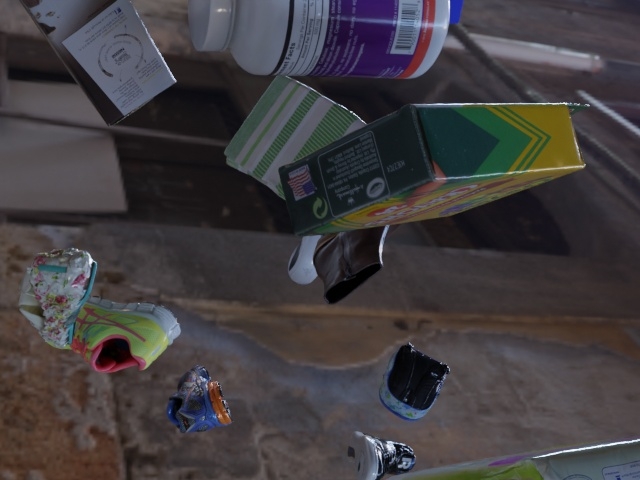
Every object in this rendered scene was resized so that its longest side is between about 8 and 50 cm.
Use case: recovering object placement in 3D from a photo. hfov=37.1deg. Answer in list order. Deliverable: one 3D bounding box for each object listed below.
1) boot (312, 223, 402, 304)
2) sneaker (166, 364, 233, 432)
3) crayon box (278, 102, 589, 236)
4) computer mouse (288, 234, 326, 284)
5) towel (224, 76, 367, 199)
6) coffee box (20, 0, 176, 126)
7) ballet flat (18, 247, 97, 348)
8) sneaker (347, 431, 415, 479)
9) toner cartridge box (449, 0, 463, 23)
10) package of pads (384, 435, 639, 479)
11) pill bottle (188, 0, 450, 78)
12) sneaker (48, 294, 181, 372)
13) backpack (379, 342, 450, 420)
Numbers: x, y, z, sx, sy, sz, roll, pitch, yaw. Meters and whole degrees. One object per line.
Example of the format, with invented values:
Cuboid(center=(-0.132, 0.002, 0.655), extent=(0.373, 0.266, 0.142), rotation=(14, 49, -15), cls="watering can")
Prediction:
Cuboid(center=(0.098, 0.001, 1.696), extent=(0.248, 0.090, 0.207), rotation=(-35, -156, 10), cls="boot")
Cuboid(center=(-0.206, 0.254, 1.515), extent=(0.221, 0.087, 0.083), rotation=(175, -104, -74), cls="sneaker")
Cuboid(center=(0.140, -0.080, 1.035), extent=(0.202, 0.319, 0.081), rotation=(-22, -99, 46), cls="crayon box")
Cuboid(center=(0.000, 0.000, 1.878), extent=(0.193, 0.106, 0.042), rotation=(-67, -158, 1), cls="computer mouse")
Cuboid(center=(-0.054, -0.216, 2.127), extent=(0.325, 0.038, 0.247), rotation=(34, -90, 39), cls="towel")
Cuboid(center=(-0.329, -0.320, 1.272), extent=(0.168, 0.119, 0.297), rotation=(49, -9, 40), cls="coffee box")
Cuboid(center=(-0.316, 0.063, 1.128), extent=(0.241, 0.077, 0.091), rotation=(129, -31, -59), cls="ballet flat")
Cuboid(center=(0.126, 0.408, 1.785), extent=(0.217, 0.121, 0.079), rotation=(-159, -98, -83), cls="sneaker")
Cuboid(center=(0.139, -0.520, 1.683), extent=(0.075, 0.165, 0.347), rotation=(96, -11, -52), cls="toner cartridge box")
Cuboid(center=(0.205, 0.233, 0.833), extent=(0.296, 0.229, 0.101), rotation=(140, -57, -64), cls="package of pads")
Cuboid(center=(-0.004, -0.308, 1.267), extent=(0.181, 0.323, 0.181), rotation=(178, -90, -69), cls="pill bottle")
Cuboid(center=(-0.291, 0.129, 1.252), extent=(0.081, 0.209, 0.094), rotation=(65, 34, -35), cls="sneaker")
Cuboid(center=(0.157, 0.259, 1.684), extent=(0.114, 0.105, 0.084), rotation=(-61, 180, -41), cls="backpack")
